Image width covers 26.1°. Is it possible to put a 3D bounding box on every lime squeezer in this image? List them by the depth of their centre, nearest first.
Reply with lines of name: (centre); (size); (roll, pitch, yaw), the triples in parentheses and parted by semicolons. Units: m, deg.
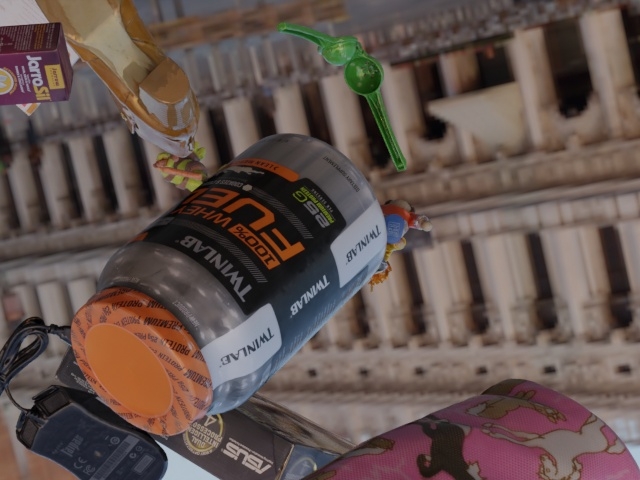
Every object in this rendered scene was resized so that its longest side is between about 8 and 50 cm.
lime squeezer: (0.032, -0.226, 1.866); (0.059, 0.310, 0.110); (-1, -124, 38)

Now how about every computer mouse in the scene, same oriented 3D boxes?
computer mouse: (-0.273, 0.183, 1.592); (0.262, 0.184, 0.060); (29, -161, -23)

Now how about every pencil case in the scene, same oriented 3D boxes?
pencil case: (0.022, 0.214, 0.776); (0.386, 0.160, 0.167); (-19, -130, -37)

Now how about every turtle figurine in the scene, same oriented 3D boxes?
turtle figurine: (-0.146, -0.065, 2.065); (0.269, 0.087, 0.217); (21, -167, -21)

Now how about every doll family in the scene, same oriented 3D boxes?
doll family: (0.000, 0.000, 1.656); (0.263, 0.118, 0.163); (9, -169, 9)

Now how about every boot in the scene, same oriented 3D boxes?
boot: (-0.264, -0.232, 1.723); (0.104, 0.295, 0.211); (-41, 174, -15)

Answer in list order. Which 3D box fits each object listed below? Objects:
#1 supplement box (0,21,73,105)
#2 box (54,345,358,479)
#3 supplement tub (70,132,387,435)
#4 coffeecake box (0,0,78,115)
supplement box: (-0.251, -0.144, 1.136); (0.083, 0.055, 0.043); (-5, -138, 1)
box: (-0.114, 0.251, 1.854); (0.395, 0.097, 0.318); (24, 176, 34)
supplement tub: (-0.089, 0.042, 1.378); (0.193, 0.193, 0.316); (-8, -154, 43)
coffeecake box: (-0.395, -0.284, 1.883); (0.185, 0.142, 0.068); (-41, -166, 37)
